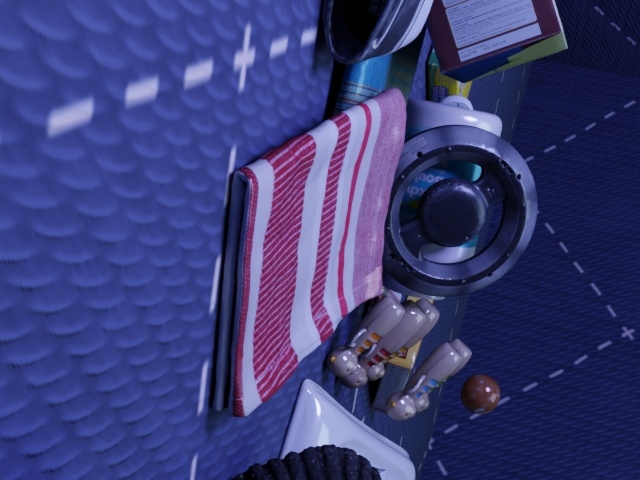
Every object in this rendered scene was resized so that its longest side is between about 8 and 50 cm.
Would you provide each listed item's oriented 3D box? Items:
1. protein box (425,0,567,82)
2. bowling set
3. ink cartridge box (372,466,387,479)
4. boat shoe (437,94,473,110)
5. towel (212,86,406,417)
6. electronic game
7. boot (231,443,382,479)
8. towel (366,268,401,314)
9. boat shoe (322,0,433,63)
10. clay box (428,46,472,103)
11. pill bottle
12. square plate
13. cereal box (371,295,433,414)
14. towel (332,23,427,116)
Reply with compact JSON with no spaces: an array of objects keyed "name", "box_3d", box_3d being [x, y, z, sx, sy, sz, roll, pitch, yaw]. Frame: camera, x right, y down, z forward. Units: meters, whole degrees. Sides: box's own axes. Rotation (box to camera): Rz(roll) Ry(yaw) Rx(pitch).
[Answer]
[{"name":"protein box","box_3d":[0.182,-0.298,1.176,0.200,0.136,0.201,-19,92,-75]},{"name":"bowling set","box_3d":[0.127,0.191,1.426,0.154,0.200,0.287,-47,161,10]},{"name":"ink cartridge box","box_3d":[0.041,0.312,1.247,0.115,0.029,0.063,0,93,-59]},{"name":"boat shoe","box_3d":[0.192,-0.155,1.695,0.076,0.083,0.226,-79,-176,-47]},{"name":"towel","box_3d":[0.000,0.000,0.995,0.329,0.037,0.237,-37,138,-58]},{"name":"electronic game","box_3d":[0.169,-0.036,1.351,0.048,0.229,0.229,-117,-145,-71]},{"name":"boot","box_3d":[-0.046,0.261,0.895,0.131,0.348,0.260,-66,-151,7]},{"name":"towel","box_3d":[0.100,0.072,1.611,0.144,0.029,0.197,48,56,-71]},{"name":"boat shoe","box_3d":[0.065,-0.302,0.919,0.105,0.113,0.306,-36,153,-52]},{"name":"clay box","box_3d":[0.213,-0.267,1.692,0.222,0.053,0.127,79,27,-63]},{"name":"pill bottle","box_3d":[0.155,-0.056,1.446,0.146,0.146,0.264,-20,122,-75]},{"name":"square plate","box_3d":[0.024,0.391,1.304,0.344,0.049,0.347,45,56,-52]},{"name":"cereal box","box_3d":[0.141,0.178,1.765,0.240,0.047,0.173,97,12,-63]},{"name":"towel","box_3d":[0.047,-0.114,1.181,0.271,0.040,0.370,-6,110,-75]}]
